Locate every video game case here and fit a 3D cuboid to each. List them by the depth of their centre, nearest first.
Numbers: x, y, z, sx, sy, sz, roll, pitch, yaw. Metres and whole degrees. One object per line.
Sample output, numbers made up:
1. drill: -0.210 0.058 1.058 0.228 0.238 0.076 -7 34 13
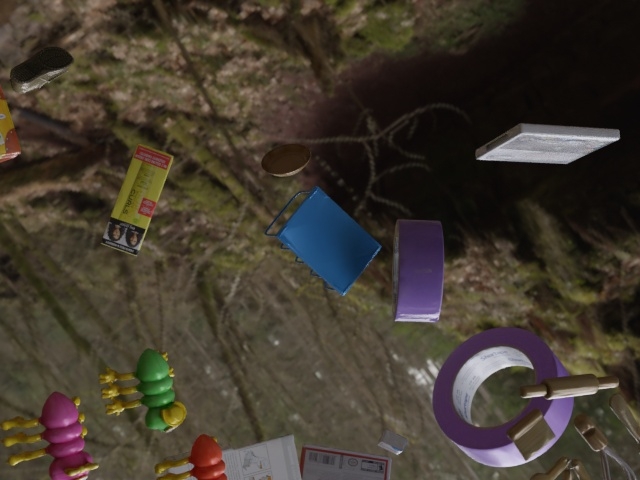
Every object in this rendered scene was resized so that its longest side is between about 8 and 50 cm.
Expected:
1. video game case: 0.397 -0.169 1.564 0.190 0.022 0.173 2 170 -15
2. video game case: 0.040 0.601 1.927 0.025 0.204 0.285 127 -28 -69

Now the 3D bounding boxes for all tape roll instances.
1. tape roll: 0.176 0.055 1.624 0.080 0.189 0.189 2 -173 0
2. tape roll: 0.370 0.317 1.811 0.274 0.090 0.275 -24 -137 25

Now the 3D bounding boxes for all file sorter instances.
1. file sorter: 0.000 0.000 1.638 0.118 0.170 0.104 -52 -163 -12

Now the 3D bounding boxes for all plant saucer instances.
1. plant saucer: -0.054 -0.127 1.433 0.083 0.015 0.083 -9 -141 8

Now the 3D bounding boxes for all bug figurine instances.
1. bug figurine: -0.197 0.233 0.897 0.072 0.216 0.279 -10 -173 44

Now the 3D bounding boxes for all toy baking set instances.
1. toy baking set: 0.382 0.289 1.280 0.256 0.197 0.030 -7 179 -20

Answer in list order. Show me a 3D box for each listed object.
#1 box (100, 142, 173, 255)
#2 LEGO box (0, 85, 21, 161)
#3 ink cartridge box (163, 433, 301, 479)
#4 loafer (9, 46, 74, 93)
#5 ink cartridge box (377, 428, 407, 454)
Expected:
1. box: -0.397 -0.089 1.926 0.058 0.087 0.232 -167 -82 -79
2. LEGO box: -0.925 -0.191 1.791 0.372 0.193 0.500 -14 -173 18
3. ink cartridge box: -0.147 0.510 1.642 0.238 0.275 0.060 -11 -178 -16
4. loafer: -0.532 -0.323 1.679 0.148 0.056 0.050 -38 179 -45
5. ink cartridge box: 0.144 0.408 1.791 0.083 0.048 0.028 100 16 -71
